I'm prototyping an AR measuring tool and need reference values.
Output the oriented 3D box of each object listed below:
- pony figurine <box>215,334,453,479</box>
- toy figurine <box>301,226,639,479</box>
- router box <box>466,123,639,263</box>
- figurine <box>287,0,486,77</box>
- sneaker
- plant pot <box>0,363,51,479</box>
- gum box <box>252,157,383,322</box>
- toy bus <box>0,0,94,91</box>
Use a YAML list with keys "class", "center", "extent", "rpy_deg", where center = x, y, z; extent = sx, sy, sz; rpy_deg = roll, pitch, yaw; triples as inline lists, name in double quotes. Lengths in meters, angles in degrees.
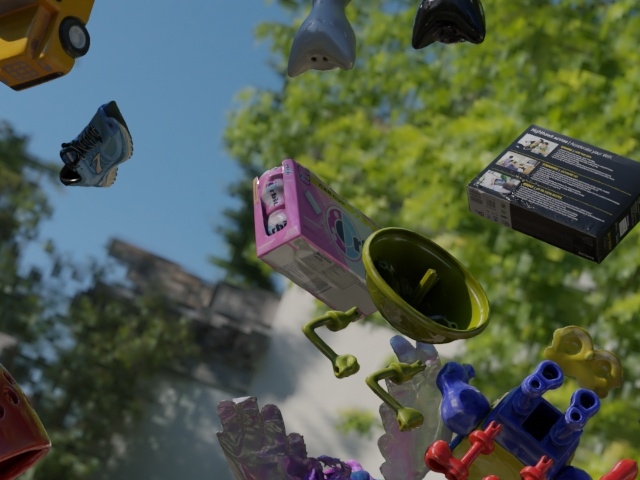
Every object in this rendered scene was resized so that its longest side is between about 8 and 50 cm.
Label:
- class: "pony figurine"
  center: [0.052, 0.338, 2.001]
  extent: [0.303, 0.363, 0.351]
  rpy_deg: [-14, -58, -4]
- class: "toy figurine"
  center: [0.137, 0.182, 1.424]
  extent: [0.362, 0.191, 0.217]
  rpy_deg: [37, -34, 10]
- class: "router box"
  center: [0.277, -0.056, 1.848]
  extent: [0.179, 0.133, 0.046]
  rpy_deg: [25, -37, 34]
- class: "figurine"
  center: [0.062, -0.257, 1.586]
  extent: [0.215, 0.209, 0.092]
  rpy_deg: [-11, -32, 21]
- class: "sneaker"
  center: [-0.277, -0.108, 1.976]
  extent: [0.073, 0.063, 0.162]
  rpy_deg: [-14, -25, -29]
- class: "plant pot"
  center: [-0.389, 0.177, 1.615]
  extent: [0.174, 0.191, 0.191]
  rpy_deg: [60, -16, 8]
- class: "gum box"
  center: [0.000, 0.000, 1.819]
  extent: [0.062, 0.107, 0.188]
  rpy_deg: [-28, -42, 26]
- class: "toy bus"
  center: [-0.337, -0.354, 2.016]
  extent: [0.108, 0.332, 0.130]
  rpy_deg: [-11, -36, 37]
